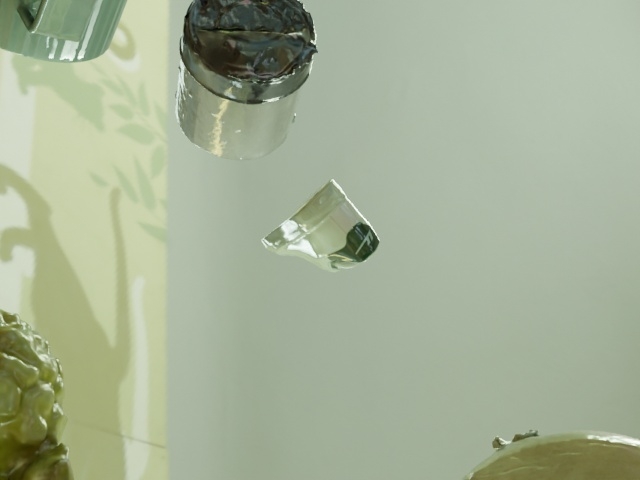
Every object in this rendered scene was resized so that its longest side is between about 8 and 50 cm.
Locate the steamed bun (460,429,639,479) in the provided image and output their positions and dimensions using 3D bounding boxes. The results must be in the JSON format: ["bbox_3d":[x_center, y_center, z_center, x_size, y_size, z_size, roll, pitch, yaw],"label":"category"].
[{"bbox_3d":[0.243,0.248,0.955,0.238,0.170,0.153,-16,-121,16],"label":"steamed bun"}]

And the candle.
[{"bbox_3d":[-0.116,-0.214,1.457,0.330,0.187,0.187,111,-21,-60],"label":"candle"}]

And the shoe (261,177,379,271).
[{"bbox_3d":[0.000,0.000,1.296,0.095,0.110,0.265,-46,-178,-12],"label":"shoe"}]

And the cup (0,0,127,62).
[{"bbox_3d":[-0.406,-0.484,1.509,0.401,0.310,0.392,-72,-174,-59],"label":"cup"}]

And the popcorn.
[{"bbox_3d":[-0.323,0.168,0.868,0.251,0.206,0.237,35,-112,32],"label":"popcorn"}]
